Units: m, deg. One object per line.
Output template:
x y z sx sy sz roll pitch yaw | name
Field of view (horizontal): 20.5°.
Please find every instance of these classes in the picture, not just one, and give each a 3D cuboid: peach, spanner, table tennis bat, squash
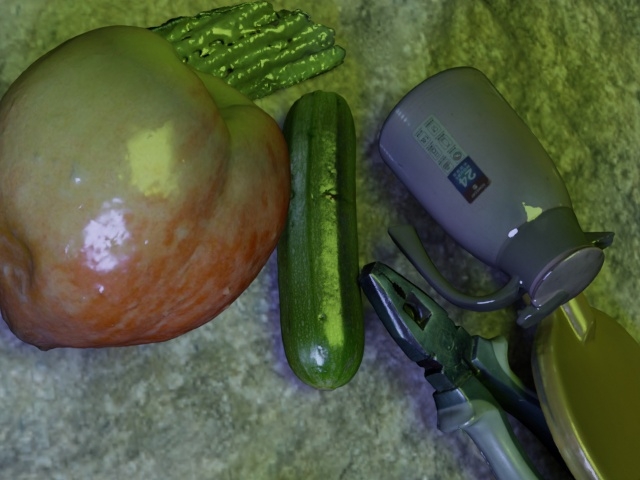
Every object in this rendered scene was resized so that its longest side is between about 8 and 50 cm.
-0.138 -0.025 1.202 0.232 0.232 0.232 8 73 -28 | peach
0.137 0.133 1.364 0.325 0.040 0.095 47 47 -21 | spanner
0.215 0.094 1.416 0.198 0.050 0.321 -17 77 -57 | table tennis bat
0.000 0.000 1.336 0.066 0.066 0.229 8 73 -28 | squash

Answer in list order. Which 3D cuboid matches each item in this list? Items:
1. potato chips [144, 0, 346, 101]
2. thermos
-0.070 -0.139 1.353 0.207 0.028 0.092 -27 92 -30 | potato chips
0.125 -0.021 1.350 0.137 0.105 0.193 -35 61 -2 | thermos
